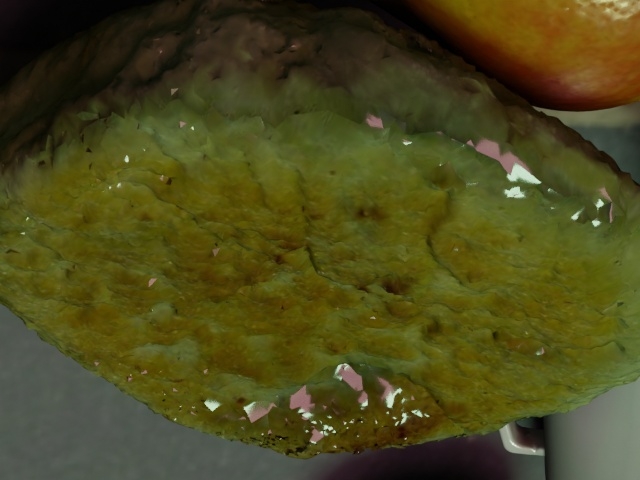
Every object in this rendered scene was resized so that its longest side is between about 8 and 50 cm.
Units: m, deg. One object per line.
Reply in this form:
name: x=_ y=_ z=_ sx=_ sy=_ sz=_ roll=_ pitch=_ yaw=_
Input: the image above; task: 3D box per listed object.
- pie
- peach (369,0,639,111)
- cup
pie: x=0.000 y=0.000 z=0.677 sx=0.277 sy=0.078 sz=0.277 roll=7 pitch=151 yaw=4
peach: x=0.085 y=-0.146 z=0.615 sx=0.190 sy=0.190 sz=0.192 roll=25 pitch=106 yaw=-30
cup: x=0.119 y=0.066 z=0.840 sx=0.104 sy=0.074 sz=0.116 roll=4 pitch=129 yaw=7
